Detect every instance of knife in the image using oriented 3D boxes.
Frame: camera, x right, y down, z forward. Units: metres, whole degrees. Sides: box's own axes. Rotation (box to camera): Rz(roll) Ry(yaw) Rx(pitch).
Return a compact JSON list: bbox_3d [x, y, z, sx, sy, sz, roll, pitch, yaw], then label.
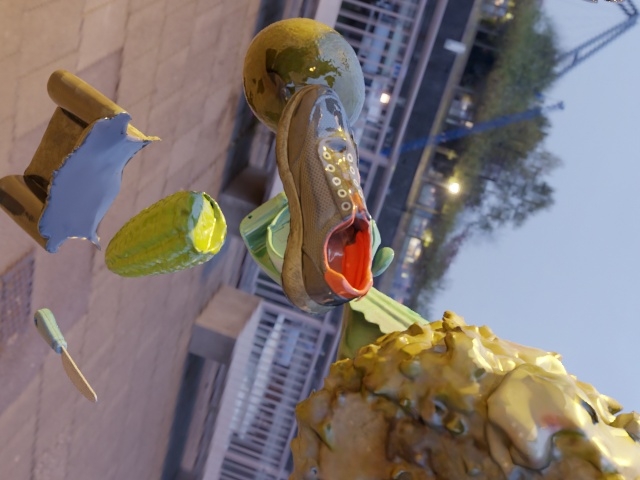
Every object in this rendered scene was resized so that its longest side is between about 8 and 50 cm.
[{"bbox_3d":[-0.460,0.215,1.642,0.032,0.244,0.058,-12,138,-38],"label":"knife"}]

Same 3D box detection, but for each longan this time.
[{"bbox_3d":[-0.017,-0.196,1.119,0.176,0.145,0.155,-29,106,-72],"label":"longan"}]

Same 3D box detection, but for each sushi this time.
[{"bbox_3d":[0.155,0.261,0.835,0.240,0.396,0.351,3,117,-57],"label":"sushi"}]

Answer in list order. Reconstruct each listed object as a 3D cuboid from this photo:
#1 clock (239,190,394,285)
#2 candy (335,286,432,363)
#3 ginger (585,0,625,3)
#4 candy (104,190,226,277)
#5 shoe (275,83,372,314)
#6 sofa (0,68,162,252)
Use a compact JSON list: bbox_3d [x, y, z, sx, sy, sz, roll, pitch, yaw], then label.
[{"bbox_3d":[0.000,0.001,1.126,0.148,0.188,0.060,-34,136,-14],"label":"clock"},{"bbox_3d":[0.092,0.256,1.208,0.172,0.263,0.398,-15,124,-41],"label":"candy"},{"bbox_3d":[0.251,-0.332,0.825,0.321,0.165,0.172,5,99,-61],"label":"ginger"},{"bbox_3d":[-0.214,0.002,1.183,0.209,0.097,0.097,-20,-146,40],"label":"candy"},{"bbox_3d":[0.012,-0.036,0.749,0.077,0.074,0.195,-7,-99,53],"label":"shoe"},{"bbox_3d":[-0.421,-0.133,1.482,0.182,0.200,0.258,17,106,-57],"label":"sofa"}]
